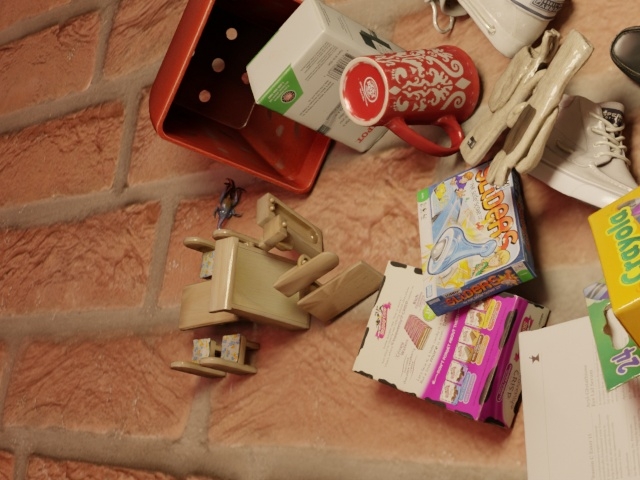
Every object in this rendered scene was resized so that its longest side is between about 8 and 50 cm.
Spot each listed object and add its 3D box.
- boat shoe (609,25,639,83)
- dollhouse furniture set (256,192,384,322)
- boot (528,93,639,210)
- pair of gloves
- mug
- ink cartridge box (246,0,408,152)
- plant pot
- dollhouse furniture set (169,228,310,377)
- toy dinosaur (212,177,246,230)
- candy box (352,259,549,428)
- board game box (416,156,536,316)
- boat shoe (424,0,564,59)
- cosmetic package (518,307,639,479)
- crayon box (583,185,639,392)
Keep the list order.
[{"bbox_3d":[0.415,-0.205,1.357,0.233,0.079,0.084,37,104,50],"label":"boat shoe"},{"bbox_3d":[0.000,0.000,1.708,0.123,0.144,0.151,-34,37,29],"label":"dollhouse furniture set"},{"bbox_3d":[0.323,-0.106,1.398,0.258,0.095,0.123,38,104,54],"label":"boot"},{"bbox_3d":[0.252,-0.163,1.445,0.204,0.042,0.240,-60,11,10],"label":"pair of gloves"},{"bbox_3d":[0.127,-0.193,1.586,0.150,0.169,0.113,48,128,30],"label":"mug"},{"bbox_3d":[0.024,-0.233,1.704,0.153,0.208,0.087,-44,43,26],"label":"ink cartridge box"},{"bbox_3d":[-0.123,-0.258,1.860,0.236,0.267,0.267,31,99,62],"label":"plant pot"},{"bbox_3d":[-0.153,0.084,1.809,0.242,0.161,0.212,-13,65,45],"label":"dollhouse furniture set"},{"bbox_3d":[-0.152,-0.051,1.974,0.090,0.047,0.082,-92,22,-74],"label":"toy dinosaur"},{"bbox_3d":[0.161,0.128,1.510,0.233,0.071,0.159,17,86,49],"label":"candy box"},{"bbox_3d":[0.192,-0.010,1.491,0.136,0.035,0.201,-25,39,22],"label":"board game box"},{"bbox_3d":[0.188,-0.364,1.651,0.367,0.136,0.156,53,125,38],"label":"boat shoe"},{"bbox_3d":[0.352,0.251,1.226,0.284,0.097,0.377,-19,61,40],"label":"cosmetic package"},{"bbox_3d":[0.391,-0.006,1.181,0.323,0.083,0.203,-33,21,20],"label":"crayon box"}]
